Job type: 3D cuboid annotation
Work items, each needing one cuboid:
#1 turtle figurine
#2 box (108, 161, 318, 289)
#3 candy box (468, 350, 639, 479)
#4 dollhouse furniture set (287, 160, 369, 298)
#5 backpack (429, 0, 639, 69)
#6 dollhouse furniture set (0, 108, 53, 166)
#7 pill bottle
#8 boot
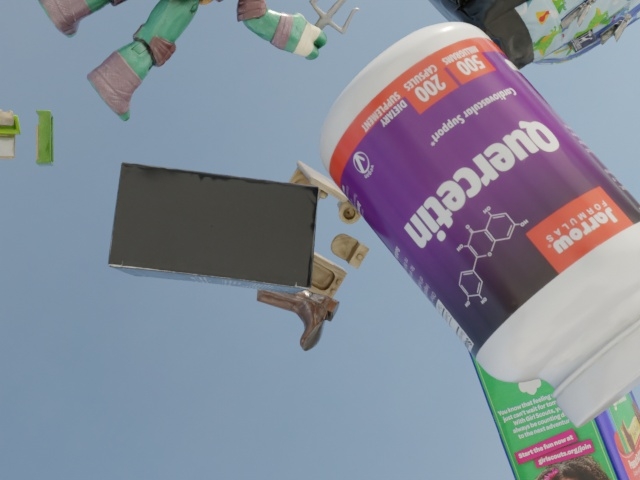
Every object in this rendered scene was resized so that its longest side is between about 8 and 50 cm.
[{"bbox_3d":[-0.085,-0.202,0.801,0.234,0.175,0.118,-33,-27,-1],"label":"turtle figurine"},{"bbox_3d":[-0.105,-0.005,1.083,0.184,0.261,0.103,4,-94,-5],"label":"box"},{"bbox_3d":[0.286,0.192,1.238,0.268,0.122,0.317,7,-120,-66],"label":"candy box"},{"bbox_3d":[0.000,0.000,1.473,0.144,0.123,0.151,30,-83,-16],"label":"dollhouse furniture set"},{"bbox_3d":[0.355,-0.407,1.557,0.355,0.290,0.273,-44,-53,8],"label":"backpack"},{"bbox_3d":[-0.366,-0.112,1.161,0.151,0.076,0.059,1,-92,-10],"label":"dollhouse furniture set"},{"bbox_3d":[0.154,-0.013,0.884,0.181,0.323,0.181,-34,-19,-13],"label":"pill bottle"},{"bbox_3d":[-0.045,0.094,1.442,0.106,0.114,0.037,-50,-21,-51],"label":"boot"}]
